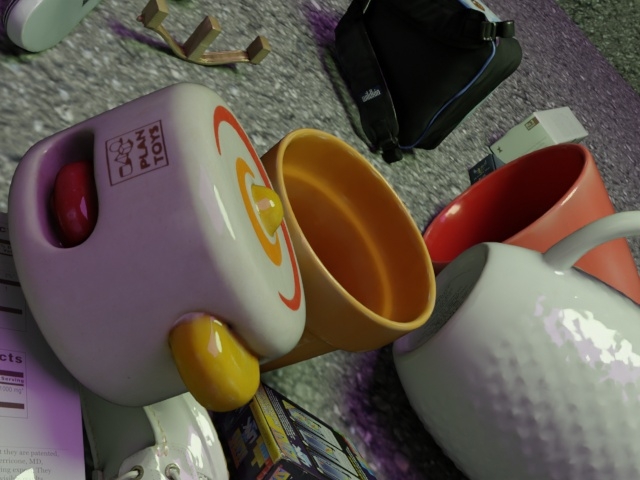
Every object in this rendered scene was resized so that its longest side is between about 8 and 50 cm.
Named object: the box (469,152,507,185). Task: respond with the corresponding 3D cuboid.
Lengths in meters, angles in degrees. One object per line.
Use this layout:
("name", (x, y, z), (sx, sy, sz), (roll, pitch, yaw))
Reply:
("box", (0.373, -0.028, 1.332), (0.232, 0.059, 0.183), (30, 39, -29))

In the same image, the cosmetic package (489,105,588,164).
("cosmetic package", (0.451, -0.204, 1.530), (0.085, 0.117, 0.231), (56, 36, 9))

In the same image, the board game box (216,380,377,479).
("board game box", (-0.012, 0.193, 0.634), (0.141, 0.048, 0.170), (36, 1, -19))

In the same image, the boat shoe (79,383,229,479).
("boat shoe", (-0.122, 0.196, 0.539), (0.096, 0.098, 0.277), (-12, 70, -53))

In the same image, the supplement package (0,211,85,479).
("supplement package", (-0.236, 0.110, 0.453), (0.134, 0.139, 0.244), (16, 46, -40))

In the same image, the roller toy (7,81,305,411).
("roller toy", (-0.094, 0.001, 0.495), (0.209, 0.146, 0.191), (-79, 147, -76))

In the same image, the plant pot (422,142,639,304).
("plant pot", (0.313, 0.039, 1.055), (0.243, 0.275, 0.275), (54, 33, -15))

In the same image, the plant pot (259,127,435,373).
("plant pot", (-0.028, 0.031, 0.705), (0.205, 0.188, 0.205), (35, 36, -30))

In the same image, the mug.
("mug", (0.286, 0.132, 0.823), (0.328, 0.374, 0.276), (39, 21, -6))

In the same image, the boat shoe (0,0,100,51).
("boat shoe", (-0.290, -0.279, 0.805), (0.076, 0.080, 0.228), (25, 42, -6))

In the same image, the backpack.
("backpack", (0.162, -0.305, 1.186), (0.263, 0.276, 0.213), (54, 29, 16))

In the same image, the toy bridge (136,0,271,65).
("toy bridge", (-0.151, -0.253, 0.941), (0.188, 0.063, 0.026), (6, 54, -47))
